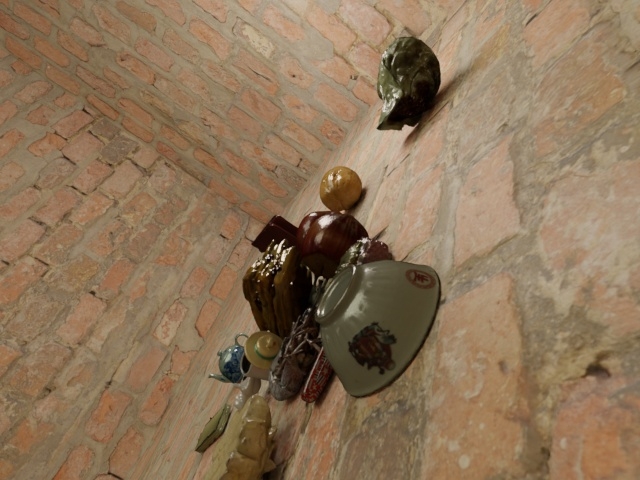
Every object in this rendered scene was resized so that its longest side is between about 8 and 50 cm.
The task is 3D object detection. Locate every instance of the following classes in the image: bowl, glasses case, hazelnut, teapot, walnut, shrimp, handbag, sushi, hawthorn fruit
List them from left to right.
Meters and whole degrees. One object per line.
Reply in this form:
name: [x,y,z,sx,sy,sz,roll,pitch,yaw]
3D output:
teapot: [-0.366,0.500,1.884,0.232,0.159,0.159,-58,12,-8]
handbag: [-0.175,0.018,2.155,0.275,0.260,0.084,-42,20,53]
shrimp: [-0.049,0.296,1.264,0.343,0.116,0.145,-62,12,3]
hawthorn fruit: [0.000,0.000,1.644,0.208,0.208,0.248,-62,12,-28]
glasses case: [0.009,0.314,1.128,0.073,0.049,0.194,95,-161,-68]
hazelnut: [0.050,0.018,1.436,0.181,0.212,0.181,-50,-26,-43]
walnut: [0.091,-0.224,1.969,0.193,0.193,0.226,-50,23,24]
sushi: [0.096,0.094,1.272,0.241,0.107,0.161,-55,8,3]
bowl: [0.091,0.154,0.996,0.337,0.157,0.337,-52,12,15]

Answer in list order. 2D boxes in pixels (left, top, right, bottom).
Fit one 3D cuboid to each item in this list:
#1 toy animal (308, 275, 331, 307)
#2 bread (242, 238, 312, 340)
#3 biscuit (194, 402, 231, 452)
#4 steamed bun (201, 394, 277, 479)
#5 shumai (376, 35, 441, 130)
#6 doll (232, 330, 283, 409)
toy animal: [-0.010,0.206,1.467,0.217,0.073,0.176,-117,46,-82]
bread: [-0.139,0.151,1.547,0.370,0.191,0.314,-78,-19,-57]
biscuit: [-0.412,0.723,1.724,0.199,0.040,0.121,-50,16,32]
steamed bun: [-0.187,0.541,1.112,0.295,0.137,0.292,-52,14,58]
shumai: [0.310,-0.607,1.795,0.288,0.292,0.330,-48,-29,-23]
doll: [-0.194,0.420,1.417,0.208,0.144,0.271,178,106,-78]
